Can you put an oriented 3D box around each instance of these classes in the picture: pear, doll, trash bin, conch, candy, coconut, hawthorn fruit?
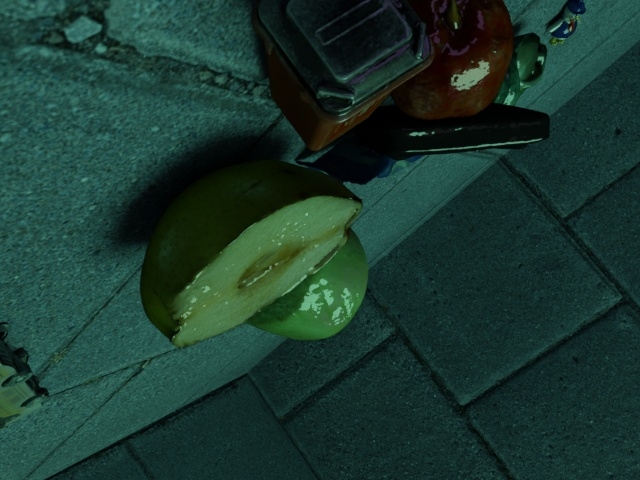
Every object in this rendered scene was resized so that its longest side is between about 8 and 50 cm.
[{"bbox_3d":[-0.134,-0.014,0.996,0.387,0.191,0.340,-29,158,-34],"label":"pear"},{"bbox_3d":[0.614,-0.546,1.472,0.099,0.057,0.143,-18,158,-15],"label":"doll"},{"bbox_3d":[0.007,-0.222,0.725,0.161,0.184,0.239,-35,179,-11],"label":"trash bin"},{"bbox_3d":[0.407,-0.375,1.354,0.202,0.134,0.196,-15,115,-48],"label":"conch"},{"bbox_3d":[0.126,-0.188,1.212,0.331,0.187,0.077,-33,128,-39],"label":"candy"},{"bbox_3d":[-0.050,0.078,1.308,0.329,0.281,0.328,-20,139,-18],"label":"coconut"},{"bbox_3d":[0.177,-0.283,0.829,0.207,0.207,0.243,-38,174,1],"label":"hawthorn fruit"}]

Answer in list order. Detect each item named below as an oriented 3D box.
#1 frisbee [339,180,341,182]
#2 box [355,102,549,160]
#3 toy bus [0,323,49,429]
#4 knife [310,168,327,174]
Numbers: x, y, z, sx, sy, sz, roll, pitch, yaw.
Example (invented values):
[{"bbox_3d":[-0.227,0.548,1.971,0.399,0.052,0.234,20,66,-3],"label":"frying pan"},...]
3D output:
[{"bbox_3d":[0.040,-0.134,1.433,0.211,0.012,0.187,-45,177,-10],"label":"frisbee"},{"bbox_3d":[0.215,-0.203,1.046,0.289,0.073,0.290,-6,-162,-7],"label":"box"},{"bbox_3d":[-0.544,0.233,0.976,0.138,0.097,0.342,-29,165,-27],"label":"toy bus"},{"bbox_3d":[-0.070,-0.074,1.343,0.080,0.044,0.331,-16,160,-48],"label":"knife"}]
